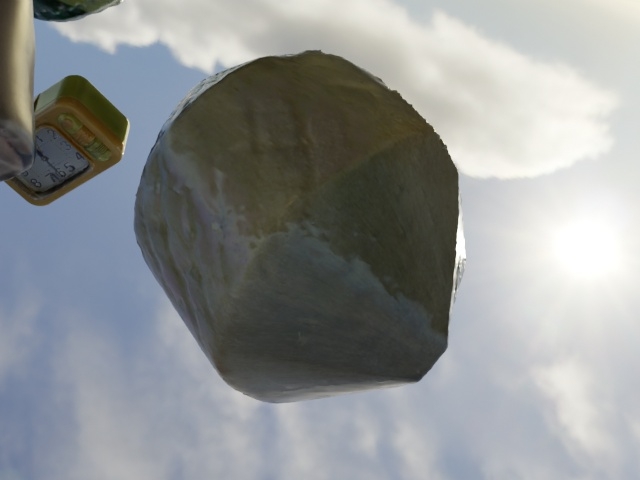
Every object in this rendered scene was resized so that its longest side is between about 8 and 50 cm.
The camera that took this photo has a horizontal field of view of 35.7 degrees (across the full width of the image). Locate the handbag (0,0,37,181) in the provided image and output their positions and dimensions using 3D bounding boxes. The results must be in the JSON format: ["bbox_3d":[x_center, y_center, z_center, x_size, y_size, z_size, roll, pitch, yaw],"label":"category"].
[{"bbox_3d":[-0.234,-0.127,0.364,0.190,0.193,0.251,-10,164,30],"label":"handbag"}]

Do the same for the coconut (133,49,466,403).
[{"bbox_3d":[0.000,0.000,1.105,0.415,0.344,0.415,44,-177,-3],"label":"coconut"}]

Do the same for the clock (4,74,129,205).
[{"bbox_3d":[-0.413,-0.153,1.554,0.143,0.202,0.096,44,-149,-35],"label":"clock"}]

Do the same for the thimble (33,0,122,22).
[{"bbox_3d":[-0.380,-0.460,1.471,0.288,0.254,0.167,14,165,25],"label":"thimble"}]
